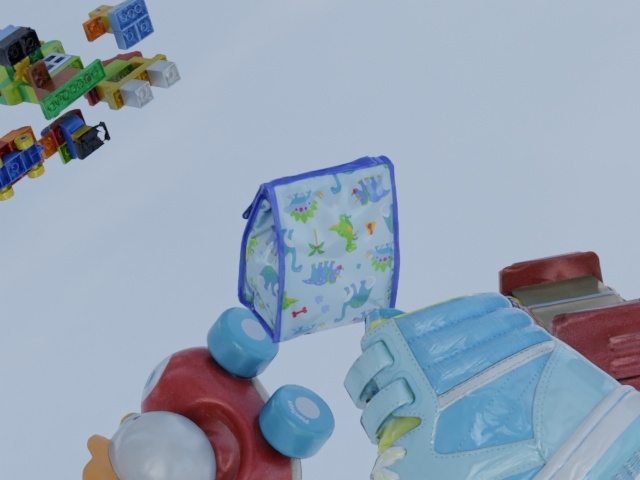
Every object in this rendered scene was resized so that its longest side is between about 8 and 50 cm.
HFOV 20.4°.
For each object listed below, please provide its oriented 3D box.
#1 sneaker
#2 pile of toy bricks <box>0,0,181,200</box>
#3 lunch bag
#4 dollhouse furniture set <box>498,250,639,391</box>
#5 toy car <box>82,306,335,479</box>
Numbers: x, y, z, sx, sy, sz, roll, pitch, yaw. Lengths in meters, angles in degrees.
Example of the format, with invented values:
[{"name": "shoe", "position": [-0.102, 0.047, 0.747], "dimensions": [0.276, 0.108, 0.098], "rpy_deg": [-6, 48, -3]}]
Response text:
[{"name": "sneaker", "position": [0.057, 0.170, 1.211], "dimensions": [0.319, 0.127, 0.208], "rpy_deg": [-44, 70, -8]}, {"name": "pile of toy bricks", "position": [-0.218, -0.118, 1.328], "dimensions": [0.105, 0.118, 0.212], "rpy_deg": [12, 40, 40]}, {"name": "lunch bag", "position": [0.000, 0.000, 1.587], "dimensions": [0.128, 0.151, 0.096], "rpy_deg": [-14, 40, -26]}, {"name": "dollhouse furniture set", "position": [0.380, 0.091, 1.769], "dimensions": [0.374, 0.152, 0.201], "rpy_deg": [-10, 16, -6]}, {"name": "toy car", "position": [-0.152, 0.208, 1.803], "dimensions": [0.238, 0.219, 0.210], "rpy_deg": [-3, 49, -49]}]
